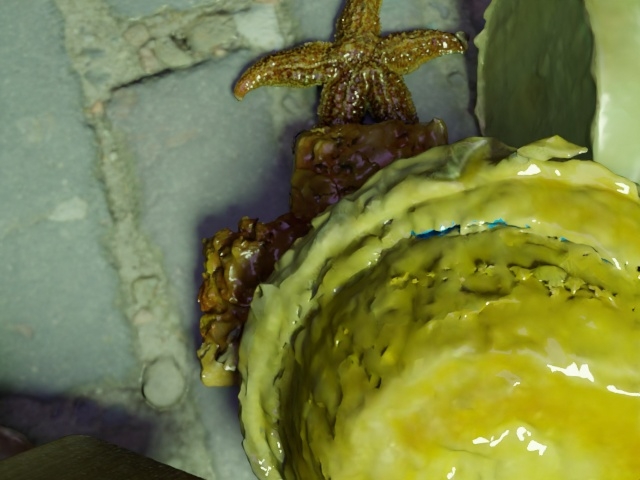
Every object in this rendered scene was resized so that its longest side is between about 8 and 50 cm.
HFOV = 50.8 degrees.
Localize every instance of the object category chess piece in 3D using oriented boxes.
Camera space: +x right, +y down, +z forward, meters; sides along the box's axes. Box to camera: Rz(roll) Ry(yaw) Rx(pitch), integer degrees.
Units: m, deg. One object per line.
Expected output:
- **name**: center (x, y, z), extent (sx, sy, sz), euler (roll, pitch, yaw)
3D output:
- **chess piece**: center (0.379, -0.141, 0.574), extent (0.442, 0.234, 0.234), euler (-7, 74, -7)

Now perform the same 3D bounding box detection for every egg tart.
- **egg tart**: center (0.119, 0.125, 0.445), extent (0.387, 0.169, 0.388), euler (2, 107, 7)

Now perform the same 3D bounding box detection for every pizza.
- **pizza**: center (0.000, 0.000, 0.572), extent (0.161, 0.085, 0.305), euler (42, 81, -2)

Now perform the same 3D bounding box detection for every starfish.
- **starfish**: center (0.035, -0.159, 0.654), extent (0.240, 0.043, 0.227), euler (-9, 74, -2)

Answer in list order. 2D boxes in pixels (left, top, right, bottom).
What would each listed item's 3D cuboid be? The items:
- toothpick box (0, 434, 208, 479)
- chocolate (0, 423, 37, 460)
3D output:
- **toothpick box**: center (-0.155, 0.304, 0.394), extent (0.187, 0.190, 0.308), euler (14, 95, 16)
- **chocolate**: center (-0.335, 0.202, 0.512), extent (0.261, 0.083, 0.161), euler (20, 48, 8)
